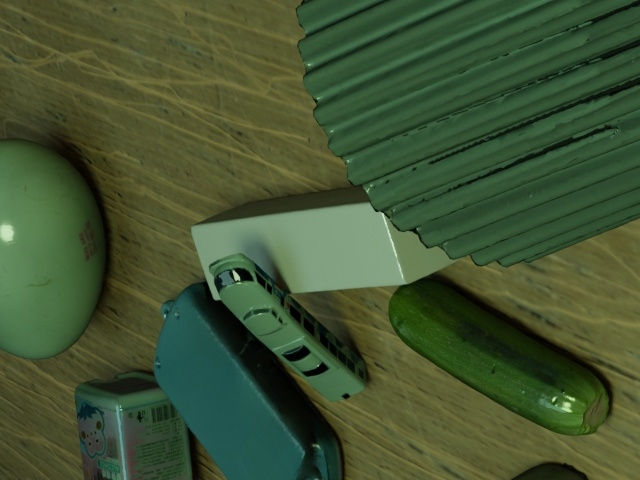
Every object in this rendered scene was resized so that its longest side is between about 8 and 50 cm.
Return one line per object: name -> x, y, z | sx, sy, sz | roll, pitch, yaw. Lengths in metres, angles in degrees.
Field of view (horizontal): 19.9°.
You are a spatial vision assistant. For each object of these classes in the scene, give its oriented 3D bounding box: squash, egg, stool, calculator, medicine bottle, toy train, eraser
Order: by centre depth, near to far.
stool -> 0.196, -0.156, 1.141 | 0.330, 0.297, 0.297 | -17, 95, 51
squash -> 0.143, 0.096, 1.534 | 0.229, 0.066, 0.066 | 30, 131, 39
eraser -> 0.000, 0.001, 1.654 | 0.298, 0.076, 0.078 | -6, 104, 54
toy train -> -0.030, 0.079, 1.663 | 0.043, 0.047, 0.207 | -23, 134, 24
calculator -> -0.081, 0.173, 1.879 | 0.293, 0.051, 0.173 | 51, 143, 22
egg -> -0.325, 0.013, 1.993 | 0.183, 0.183, 0.264 | 28, 137, 41
medicine bottle -> -0.203, 0.247, 2.017 | 0.119, 0.094, 0.188 | 8, 106, 56

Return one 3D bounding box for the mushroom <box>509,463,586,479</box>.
mushroom -> 0.181, 0.291, 1.565 | 0.141, 0.117, 0.188 | 32, 138, 55
